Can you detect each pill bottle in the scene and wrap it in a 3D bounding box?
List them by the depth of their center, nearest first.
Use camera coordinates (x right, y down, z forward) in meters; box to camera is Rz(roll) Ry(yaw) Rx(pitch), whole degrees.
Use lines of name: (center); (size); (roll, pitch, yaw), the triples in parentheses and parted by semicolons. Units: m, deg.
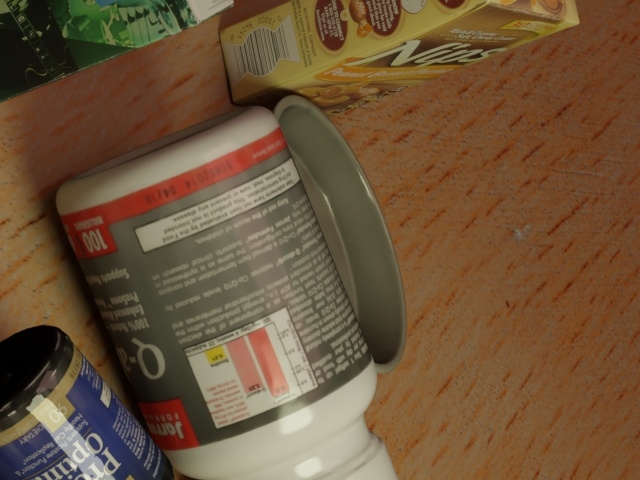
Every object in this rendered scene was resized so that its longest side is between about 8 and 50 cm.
pill bottle: (-0.196, 0.184, 1.539); (0.219, 0.123, 0.123); (54, 39, -25)
pill bottle: (-0.074, 0.082, 1.675); (0.210, 0.210, 0.363); (-32, 102, -55)

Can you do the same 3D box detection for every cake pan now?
cake pan: (0.000, 0.000, 1.895); (0.293, 0.054, 0.293); (53, 26, -40)

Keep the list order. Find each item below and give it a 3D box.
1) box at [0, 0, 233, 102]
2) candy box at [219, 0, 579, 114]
box: (-0.242, -0.235, 1.477); (0.058, 0.322, 0.232); (-36, 105, -49)
candy box: (0.077, -0.216, 1.918); (0.183, 0.316, 0.087); (1, 75, -54)
